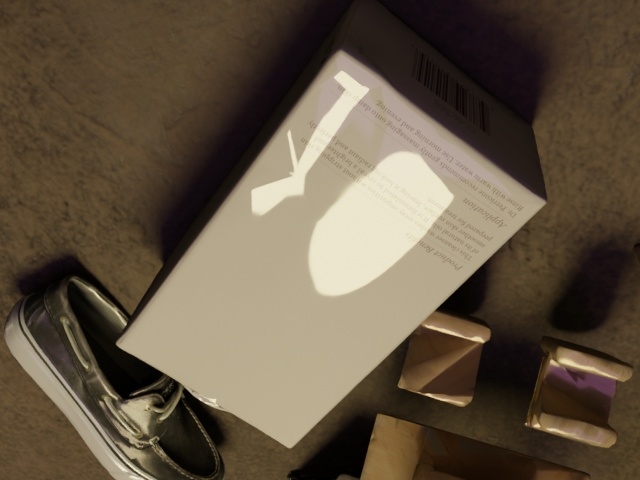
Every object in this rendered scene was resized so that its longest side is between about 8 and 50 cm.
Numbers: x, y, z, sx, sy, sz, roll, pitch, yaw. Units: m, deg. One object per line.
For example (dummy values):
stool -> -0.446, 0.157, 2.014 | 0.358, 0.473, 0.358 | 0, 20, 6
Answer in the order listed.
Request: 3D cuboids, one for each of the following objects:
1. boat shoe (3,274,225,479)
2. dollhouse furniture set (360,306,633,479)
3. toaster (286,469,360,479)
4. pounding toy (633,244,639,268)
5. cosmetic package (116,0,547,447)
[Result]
boat shoe -> -0.217, 0.182, 0.918 | 0.119, 0.121, 0.335 | -32, 110, 30
dollhouse furniture set -> 0.237, 0.287, 0.823 | 0.393, 0.256, 0.362 | 15, 89, 9
toaster -> 0.049, 0.356, 0.959 | 0.168, 0.110, 0.185 | 24, 155, -13
pounding toy -> 0.367, 0.039, 0.717 | 0.130, 0.141, 0.100 | -20, 116, 21
cosmetic package -> 0.000, 0.000, 0.749 | 0.217, 0.156, 0.385 | 35, 122, -13
